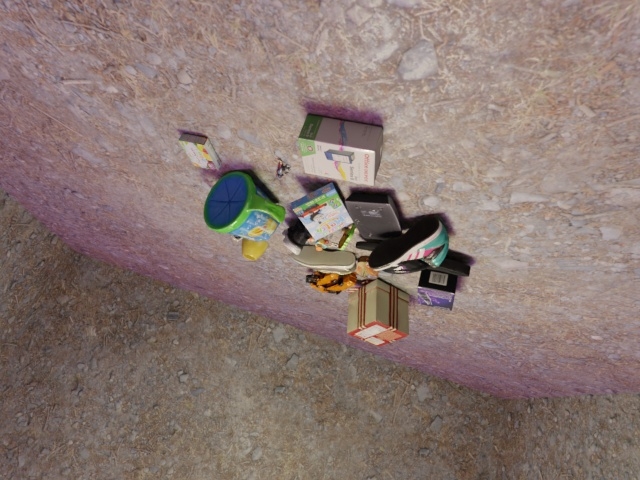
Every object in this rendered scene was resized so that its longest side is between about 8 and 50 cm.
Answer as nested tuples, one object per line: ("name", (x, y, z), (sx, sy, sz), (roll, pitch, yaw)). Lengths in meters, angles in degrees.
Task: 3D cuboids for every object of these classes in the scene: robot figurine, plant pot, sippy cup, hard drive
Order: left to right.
("sippy cup", (-0.277, -0.106, 1.532), (0.224, 0.240, 0.305), (31, -166, -50))
("plant pot", (-0.337, 0.043, 2.019), (0.134, 0.095, 0.134), (16, 156, 7))
("robot figurine", (0.051, 0.202, 2.087), (0.211, 0.085, 0.291), (29, 153, -21))
("hard drive", (0.196, -0.079, 1.421), (0.171, 0.054, 0.255), (7, 154, 26))

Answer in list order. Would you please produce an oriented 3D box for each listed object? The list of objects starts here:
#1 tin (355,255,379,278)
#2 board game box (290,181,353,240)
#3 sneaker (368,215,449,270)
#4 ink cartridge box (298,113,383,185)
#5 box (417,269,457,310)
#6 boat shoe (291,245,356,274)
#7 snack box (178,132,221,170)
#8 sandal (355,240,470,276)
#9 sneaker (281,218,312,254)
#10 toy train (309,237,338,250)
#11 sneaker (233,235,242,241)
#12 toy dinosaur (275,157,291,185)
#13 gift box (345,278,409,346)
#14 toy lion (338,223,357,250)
("tin", (0.217, 0.125, 1.863), (0.106, 0.040, 0.190), (12, 155, 6))
("board game box", (0.010, -0.097, 1.441), (0.160, 0.039, 0.211), (-26, 144, 8))
("sneaker", (0.328, 0.042, 1.436), (0.295, 0.124, 0.178), (-32, 133, 29))
("ink cartridge box", (0.058, -0.247, 1.122), (0.212, 0.093, 0.154), (12, 154, 11))
("box", (0.498, 0.203, 1.735), (0.153, 0.108, 0.207), (9, 154, 20))
("boat shoe", (0.014, 0.096, 1.860), (0.304, 0.109, 0.091), (6, 149, 18))
("snack box", (-0.415, -0.304, 1.410), (0.100, 0.037, 0.141), (14, 155, 15))
("sandal", (0.344, 0.091, 1.563), (0.445, 0.107, 0.167), (15, 175, 9))
("sneaker", (-0.073, -0.040, 1.646), (0.101, 0.153, 0.268), (41, -173, -11))
("toy train", (0.000, 0.000, 1.743), (0.125, 0.046, 0.166), (2, 151, 34))
("sneaker", (-0.356, -0.064, 1.821), (0.085, 0.086, 0.237), (22, 155, -3))
("toy dinosaur", (-0.132, -0.235, 1.376), (0.082, 0.047, 0.090), (0, 117, 54))
("gift box", (0.266, 0.352, 2.028), (0.255, 0.258, 0.276), (31, 139, -28))
("toy lion", (0.100, -0.010, 1.586), (0.034, 0.096, 0.100), (25, 155, -15))
